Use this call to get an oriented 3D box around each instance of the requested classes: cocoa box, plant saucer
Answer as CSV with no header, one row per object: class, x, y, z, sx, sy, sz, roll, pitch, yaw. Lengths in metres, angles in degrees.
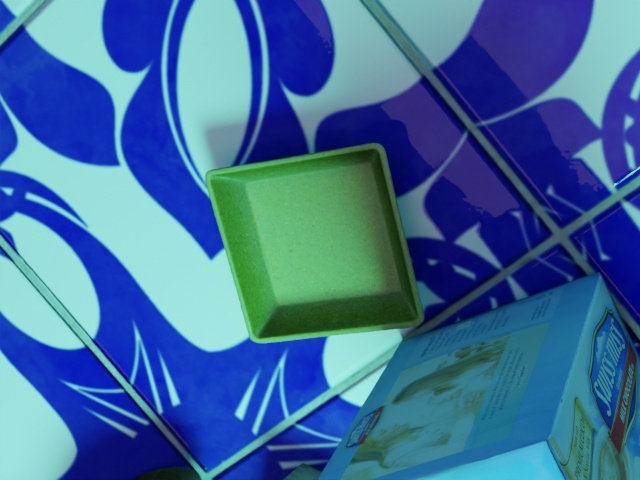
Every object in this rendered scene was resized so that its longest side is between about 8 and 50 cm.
cocoa box,0.169,0.216,1.153,0.231,0.347,0.228,-22,102,25
plant saucer,0.000,0.000,1.293,0.188,0.045,0.188,-8,108,21

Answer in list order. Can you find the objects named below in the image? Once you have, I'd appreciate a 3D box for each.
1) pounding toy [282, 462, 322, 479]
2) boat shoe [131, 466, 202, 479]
pounding toy,0.019,0.327,1.399,0.141,0.100,0.130,21,116,21
boat shoe,-0.224,0.368,1.478,0.342,0.123,0.123,-36,104,31
